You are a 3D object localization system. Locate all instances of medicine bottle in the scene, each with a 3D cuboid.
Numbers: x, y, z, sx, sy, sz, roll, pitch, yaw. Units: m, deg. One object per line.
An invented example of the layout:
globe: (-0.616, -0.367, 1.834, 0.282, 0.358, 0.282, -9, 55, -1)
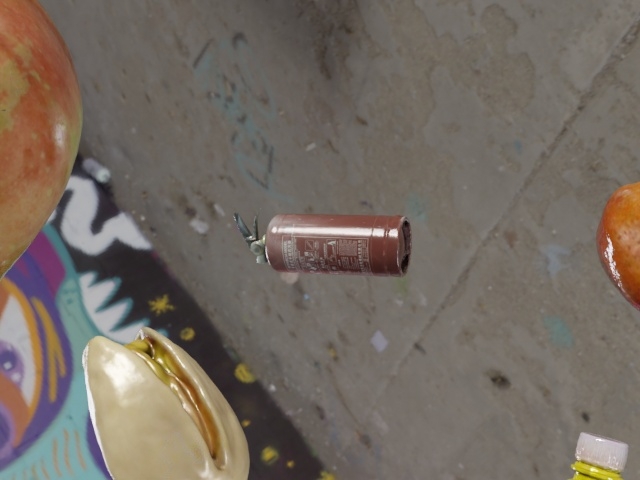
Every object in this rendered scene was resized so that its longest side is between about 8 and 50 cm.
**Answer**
medicine bottle: (0.377, 0.382, 1.163, 0.121, 0.121, 0.213, 7, 82, 55)

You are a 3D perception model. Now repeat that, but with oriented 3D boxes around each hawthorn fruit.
hawthorn fruit: (0.448, 0.023, 1.020, 0.197, 0.196, 0.226, 115, 147, -56)

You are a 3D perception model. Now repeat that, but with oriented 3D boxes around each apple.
apple: (-0.352, -0.105, 0.645, 0.319, 0.319, 0.277, 21, 167, 48)

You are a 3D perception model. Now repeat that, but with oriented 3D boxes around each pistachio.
pistachio: (-0.214, 0.261, 1.130, 0.299, 0.187, 0.187, 56, 152, 19)

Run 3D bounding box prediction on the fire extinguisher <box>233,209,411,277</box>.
fire extinguisher: (0.000, 0.000, 1.275, 0.268, 0.105, 0.105, 2, 124, 19)
